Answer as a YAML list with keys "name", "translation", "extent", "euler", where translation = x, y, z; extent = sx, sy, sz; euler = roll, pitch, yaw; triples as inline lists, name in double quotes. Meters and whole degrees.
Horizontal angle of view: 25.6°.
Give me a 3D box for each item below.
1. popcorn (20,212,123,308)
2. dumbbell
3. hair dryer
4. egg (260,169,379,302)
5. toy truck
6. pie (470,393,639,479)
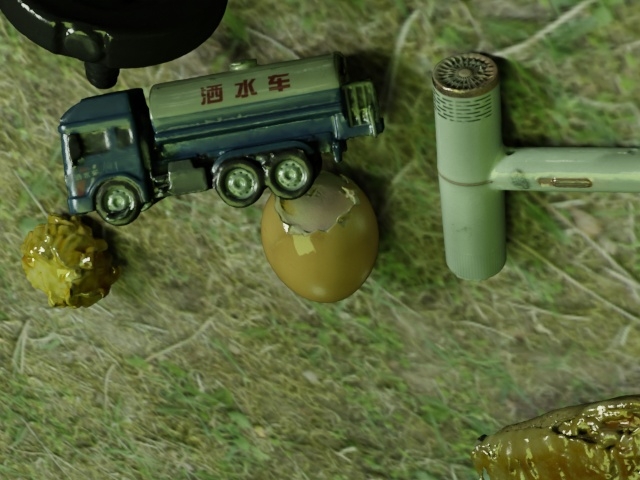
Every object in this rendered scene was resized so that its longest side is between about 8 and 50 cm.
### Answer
- name: "popcorn"
  translation: [-0.202, 0.017, 1.136]
  extent: [0.083, 0.057, 0.082]
  euler: [-13, 114, 47]
- name: "dumbbell"
  translation: [-0.110, -0.205, 0.777]
  extent: [0.143, 0.143, 0.325]
  euler: [28, 141, 10]
- name: "hair dryer"
  translation: [0.157, -0.028, 0.845]
  extent: [0.183, 0.044, 0.155]
  euler: [13, 138, 21]
- name: "egg"
  translation: [0.000, 0.000, 0.953]
  extent: [0.080, 0.080, 0.096]
  euler: [20, 144, 18]
- name: "toy truck"
  translation: [-0.062, -0.065, 0.878]
  extent: [0.201, 0.074, 0.088]
  euler: [-9, 100, 6]
- name: "pie"
  translation: [0.237, 0.153, 0.941]
  extent: [0.282, 0.068, 0.129]
  euler: [-14, 109, 43]
